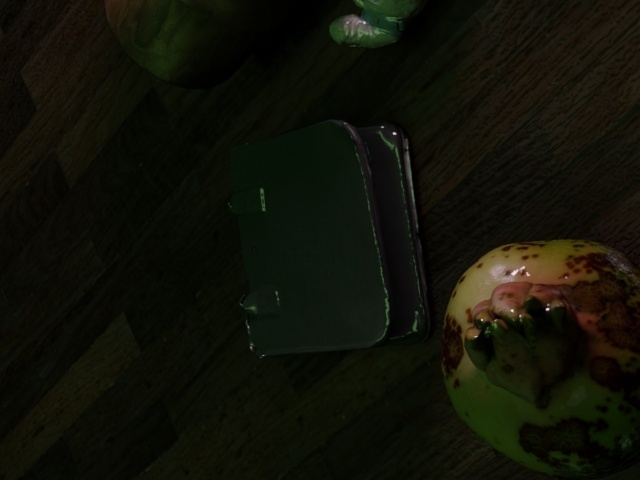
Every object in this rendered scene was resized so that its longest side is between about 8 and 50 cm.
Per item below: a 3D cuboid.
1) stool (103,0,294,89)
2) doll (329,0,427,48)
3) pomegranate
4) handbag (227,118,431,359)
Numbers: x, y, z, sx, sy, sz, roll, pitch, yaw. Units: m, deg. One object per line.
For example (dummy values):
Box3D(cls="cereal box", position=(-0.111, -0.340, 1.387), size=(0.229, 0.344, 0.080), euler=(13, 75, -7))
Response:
Box3D(cls="stool", position=(-0.097, -0.303, 1.841), size=(0.264, 0.179, 0.179), euler=(-40, 67, 45))
Box3D(cls="doll", position=(0.077, -0.277, 1.729), size=(0.103, 0.071, 0.214), euler=(46, 123, 25))
Box3D(cls="pomegranate", position=(0.195, 0.110, 1.513), size=(0.222, 0.276, 0.204), euler=(20, 112, 26))
Box3D(cls="handbag", position=(-0.001, 0.000, 1.869), size=(0.260, 0.079, 0.248), euler=(-8, 91, 51))
